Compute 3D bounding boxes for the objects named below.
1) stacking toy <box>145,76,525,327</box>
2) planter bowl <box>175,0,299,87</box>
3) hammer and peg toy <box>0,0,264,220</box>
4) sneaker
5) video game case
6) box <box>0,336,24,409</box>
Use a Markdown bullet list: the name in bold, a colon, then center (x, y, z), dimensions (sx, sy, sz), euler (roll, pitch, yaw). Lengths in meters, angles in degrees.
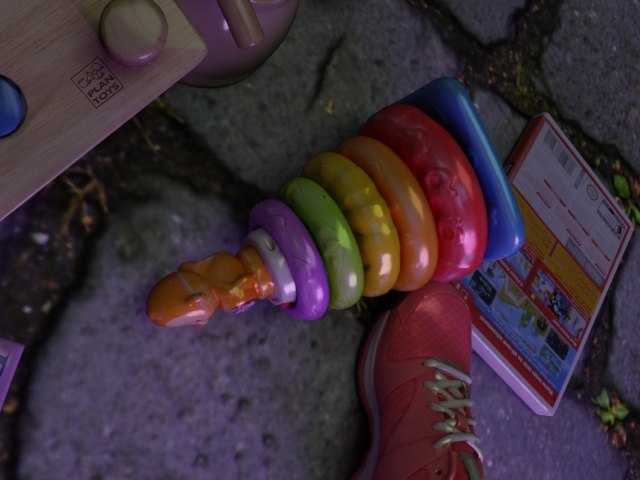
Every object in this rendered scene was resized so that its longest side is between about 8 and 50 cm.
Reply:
- **stacking toy**: center (0.000, 0.000, 0.596), dimensions (0.302, 0.175, 0.165), euler (-26, 95, -22)
- **planter bowl**: center (-0.079, -0.217, 0.584), dimensions (0.162, 0.109, 0.161), euler (5, 80, -32)
- **hammer and peg toy**: center (-0.193, -0.163, 0.420), dimensions (0.361, 0.127, 0.266), euler (-40, 107, -8)
- **sneaker**: center (0.101, 0.181, 0.629), dimensions (0.116, 0.136, 0.313), euler (24, 71, -30)
- **video game case**: center (0.251, 0.021, 0.821), dimensions (0.204, 0.025, 0.285), euler (45, 61, -21)
- **box**: center (-0.318, 0.121, 0.370), dimensions (0.243, 0.117, 0.213), euler (25, 70, -29)
